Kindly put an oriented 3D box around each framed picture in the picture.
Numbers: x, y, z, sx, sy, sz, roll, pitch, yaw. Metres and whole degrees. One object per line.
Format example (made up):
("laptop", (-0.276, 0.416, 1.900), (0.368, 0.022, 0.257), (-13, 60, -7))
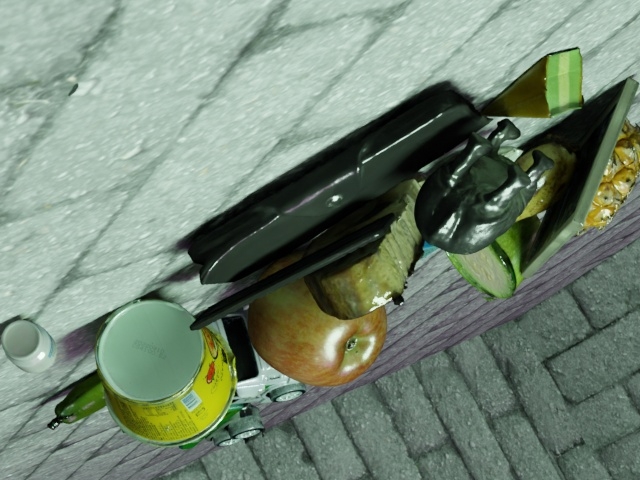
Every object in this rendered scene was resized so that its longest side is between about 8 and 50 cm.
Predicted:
("framed picture", (0.384, -0.084, 1.959), (0.324, 0.020, 0.240), (108, 6, -75))

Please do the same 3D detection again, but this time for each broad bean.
("broad bean", (-0.314, 0.212, 1.922), (0.214, 0.048, 0.070), (-31, 167, 0))

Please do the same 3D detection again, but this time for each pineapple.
("pineapple", (0.443, -0.097, 2.012), (0.225, 0.076, 0.224), (25, 90, -87))

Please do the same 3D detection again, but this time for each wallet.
("wallet", (0.024, -0.061, 1.520), (0.378, 0.051, 0.197), (-32, 170, 12))

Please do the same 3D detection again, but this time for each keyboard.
("keyboard", (0.008, 0.011, 1.570), (0.381, 0.041, 0.103), (-34, -176, 19))

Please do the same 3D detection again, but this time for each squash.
("squash", (0.287, 0.005, 2.149), (0.123, 0.170, 0.170), (-36, 173, -27))

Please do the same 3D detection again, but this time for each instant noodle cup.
("instant noodle cup", (-0.205, 0.160, 1.674), (0.182, 0.182, 0.144), (-27, 159, -6))

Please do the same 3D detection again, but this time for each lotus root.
("lotus root", (0.287, -0.072, 1.962), (0.258, 0.097, 0.110), (-32, 171, 36))
("lotus root", (0.056, 0.013, 1.672), (0.170, 0.074, 0.260), (-25, -161, 21))

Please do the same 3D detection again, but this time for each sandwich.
("sandwich", (0.253, -0.191, 1.585), (0.074, 0.074, 0.116), (-18, -163, -41))

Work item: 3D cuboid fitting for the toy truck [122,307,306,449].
("toy truck", (-0.166, 0.222, 2.019), (0.178, 0.176, 0.363), (-4, 158, -34))

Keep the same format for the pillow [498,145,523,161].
("pillow", (0.185, -0.068, 1.849), (0.128, 0.050, 0.229), (-16, 166, -31))

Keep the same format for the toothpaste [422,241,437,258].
("toothpaste", (0.100, 0.012, 1.994), (0.065, 0.050, 0.267), (-36, 165, 32))

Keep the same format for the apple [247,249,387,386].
("apple", (-0.003, 0.110, 1.813), (0.188, 0.174, 0.188), (-22, 127, -32))

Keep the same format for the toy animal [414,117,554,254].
("toy animal", (0.203, -0.059, 1.600), (0.168, 0.106, 0.343), (-48, 172, 8))

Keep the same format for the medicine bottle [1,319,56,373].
("medicine bottle", (-0.331, 0.120, 1.479), (0.052, 0.052, 0.089), (-26, 168, -8))
